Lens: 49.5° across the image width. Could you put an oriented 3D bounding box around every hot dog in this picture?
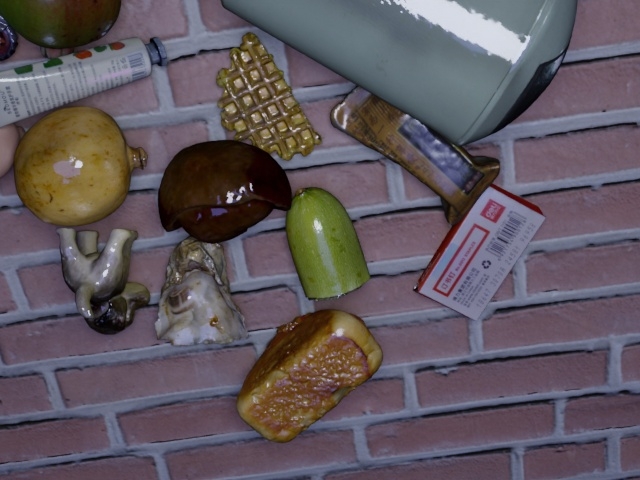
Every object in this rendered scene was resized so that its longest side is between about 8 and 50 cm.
[{"bbox_3d":[-0.019,0.216,1.180,0.256,0.153,0.150,-41,102,10],"label":"hot dog"}]

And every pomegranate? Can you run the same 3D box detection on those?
[{"bbox_3d":[-0.371,-0.336,0.972,0.179,0.180,0.210,22,138,-9],"label":"pomegranate"},{"bbox_3d":[-0.356,-0.111,1.038,0.196,0.196,0.196,-1,110,-2],"label":"pomegranate"}]

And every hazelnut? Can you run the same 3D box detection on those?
[{"bbox_3d":[-0.144,-0.071,1.059,0.201,0.170,0.161,11,112,17],"label":"hazelnut"}]

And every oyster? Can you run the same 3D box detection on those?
[{"bbox_3d":[-0.202,0.084,1.166,0.161,0.107,0.233,-3,128,-6],"label":"oyster"}]

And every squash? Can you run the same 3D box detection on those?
[{"bbox_3d":[0.000,0.000,1.123,0.123,0.123,0.187,-19,106,5],"label":"squash"}]

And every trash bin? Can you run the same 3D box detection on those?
[{"bbox_3d":[0.114,-0.317,0.910,0.431,0.280,0.281,27,107,-1],"label":"trash bin"}]

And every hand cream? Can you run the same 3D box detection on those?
[{"bbox_3d":[-0.356,-0.235,0.999,0.276,0.059,0.095,-24,148,-23],"label":"hand cream"}]

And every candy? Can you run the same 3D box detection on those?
[{"bbox_3d":[0.155,-0.157,1.083,0.271,0.101,0.143,39,105,-9],"label":"candy"}]

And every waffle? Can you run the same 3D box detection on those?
[{"bbox_3d":[-0.074,-0.213,1.079,0.191,0.046,0.161,25,108,-11],"label":"waffle"}]

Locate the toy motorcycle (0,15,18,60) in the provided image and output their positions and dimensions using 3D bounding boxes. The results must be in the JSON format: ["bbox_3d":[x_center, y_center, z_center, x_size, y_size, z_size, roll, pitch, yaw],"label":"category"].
[{"bbox_3d":[-0.523,-0.362,0.998,0.215,0.080,0.122,37,107,-19],"label":"toy motorcycle"}]

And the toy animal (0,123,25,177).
[{"bbox_3d":[-0.577,-0.133,1.036,0.250,0.154,0.167,-16,118,7],"label":"toy animal"}]

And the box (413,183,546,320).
[{"bbox_3d":[0.265,0.022,1.172,0.122,0.050,0.229,26,107,-9],"label":"box"}]

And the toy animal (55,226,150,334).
[{"bbox_3d":[-0.343,0.058,1.107,0.121,0.233,0.169,1,76,-5],"label":"toy animal"}]
